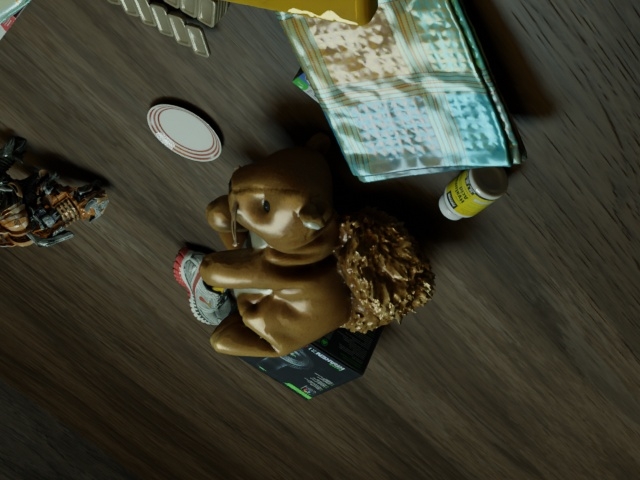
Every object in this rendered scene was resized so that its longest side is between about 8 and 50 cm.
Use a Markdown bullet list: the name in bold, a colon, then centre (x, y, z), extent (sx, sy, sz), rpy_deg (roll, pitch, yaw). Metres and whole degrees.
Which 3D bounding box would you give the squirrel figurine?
- **squirrel figurine**: centre (0.000, 0.000, 1.781), extent (0.397, 0.281, 0.370), rpy_deg (11, 140, -1)

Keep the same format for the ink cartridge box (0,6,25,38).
- **ink cartridge box**: centre (-0.546, -0.396, 1.718), extent (0.135, 0.056, 0.099), rpy_deg (37, 149, -20)

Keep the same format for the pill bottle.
- **pill bottle**: centre (0.227, -0.073, 1.615), extent (0.065, 0.065, 0.116), rpy_deg (31, 150, -9)

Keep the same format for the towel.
- **towel**: centre (0.093, -0.231, 1.426), extent (0.271, 0.040, 0.370), rpy_deg (-3, 132, 33)

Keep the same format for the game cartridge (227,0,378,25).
- **game cartridge**: centre (-0.075, -0.419, 1.263), extent (0.285, 0.052, 0.323), rpy_deg (14, 140, 19)

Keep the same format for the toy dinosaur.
- **toy dinosaur**: centre (-0.587, -0.068, 2.102), extent (0.322, 0.218, 0.164), rpy_deg (-7, 144, -27)

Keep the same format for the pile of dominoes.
- **pile of dominoes**: centre (-0.247, -0.387, 1.540), extent (0.251, 0.040, 0.196), rpy_deg (31, 152, 8)

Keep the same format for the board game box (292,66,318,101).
- **board game box**: centre (0.075, -0.205, 1.551), extent (0.201, 0.035, 0.136), rpy_deg (36, 149, -16)

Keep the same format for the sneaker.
- **sneaker**: centre (-0.229, 0.107, 2.247), extent (0.093, 0.088, 0.225), rpy_deg (8, 146, 27)

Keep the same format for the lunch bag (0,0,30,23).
- **lunch bag**: centre (-0.541, -0.413, 1.572), extent (0.279, 0.108, 0.224), rpy_deg (-25, 120, 28)

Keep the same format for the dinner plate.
- **dinner plate**: centre (-0.232, -0.188, 1.844), extent (0.141, 0.017, 0.141), rpy_deg (19, 151, 11)

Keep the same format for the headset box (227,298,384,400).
- **headset box**: centre (-0.051, 0.191, 2.195), extent (0.246, 0.131, 0.283), rpy_deg (34, 151, -13)
